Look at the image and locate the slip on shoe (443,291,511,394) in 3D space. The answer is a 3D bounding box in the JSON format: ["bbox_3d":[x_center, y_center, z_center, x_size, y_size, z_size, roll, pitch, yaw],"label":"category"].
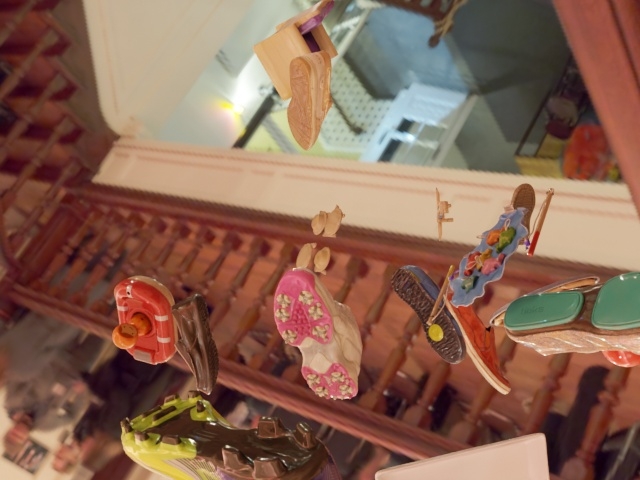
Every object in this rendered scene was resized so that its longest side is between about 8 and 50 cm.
[{"bbox_3d":[0.453,0.284,2.375,0.331,0.101,0.123,60,-177,0],"label":"slip on shoe"}]

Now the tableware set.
[{"bbox_3d":[0.000,0.000,1.827,0.020,0.169,0.141,21,178,-26],"label":"tableware set"}]

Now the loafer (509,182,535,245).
[{"bbox_3d":[0.451,-0.063,1.911,0.056,0.148,0.050,1,-157,-6],"label":"loafer"}]

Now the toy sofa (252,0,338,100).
[{"bbox_3d":[-0.029,-0.481,2.084,0.177,0.362,0.150,-26,107,15],"label":"toy sofa"}]

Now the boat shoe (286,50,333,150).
[{"bbox_3d":[-0.009,-0.200,1.212,0.063,0.059,0.170,47,154,25],"label":"boat shoe"}]

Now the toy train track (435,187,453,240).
[{"bbox_3d":[0.110,-0.025,0.741,0.014,0.048,0.083,-4,175,6],"label":"toy train track"}]

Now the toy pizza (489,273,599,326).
[{"bbox_3d":[0.389,0.112,1.456,0.201,0.201,0.032,104,147,-68],"label":"toy pizza"}]

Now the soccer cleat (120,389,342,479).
[{"bbox_3d":[-0.090,0.213,0.766,0.289,0.093,0.121,1,114,48],"label":"soccer cleat"}]

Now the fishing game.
[{"bbox_3d":[0.251,0.017,1.284,0.041,0.189,0.264,35,144,-7],"label":"fishing game"}]

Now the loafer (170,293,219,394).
[{"bbox_3d":[-0.270,0.222,1.797,0.078,0.220,0.080,-7,-170,7],"label":"loafer"}]

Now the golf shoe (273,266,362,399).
[{"bbox_3d":[0.002,0.150,1.530,0.115,0.140,0.306,1,131,24],"label":"golf shoe"}]

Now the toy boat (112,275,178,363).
[{"bbox_3d":[-0.435,0.203,2.004,0.151,0.151,0.231,10,117,23],"label":"toy boat"}]

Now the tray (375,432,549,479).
[{"bbox_3d":[0.226,0.378,1.341,0.270,0.030,0.145,-14,123,1],"label":"tray"}]

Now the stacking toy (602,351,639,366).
[{"bbox_3d":[0.617,0.108,1.398,0.141,0.330,0.141,62,-174,-11],"label":"stacking toy"}]

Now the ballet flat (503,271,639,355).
[{"bbox_3d":[0.395,0.110,1.157,0.106,0.107,0.316,40,155,-22],"label":"ballet flat"}]

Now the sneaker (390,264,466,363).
[{"bbox_3d":[0.217,0.130,1.564,0.069,0.082,0.209,-49,63,33],"label":"sneaker"}]
